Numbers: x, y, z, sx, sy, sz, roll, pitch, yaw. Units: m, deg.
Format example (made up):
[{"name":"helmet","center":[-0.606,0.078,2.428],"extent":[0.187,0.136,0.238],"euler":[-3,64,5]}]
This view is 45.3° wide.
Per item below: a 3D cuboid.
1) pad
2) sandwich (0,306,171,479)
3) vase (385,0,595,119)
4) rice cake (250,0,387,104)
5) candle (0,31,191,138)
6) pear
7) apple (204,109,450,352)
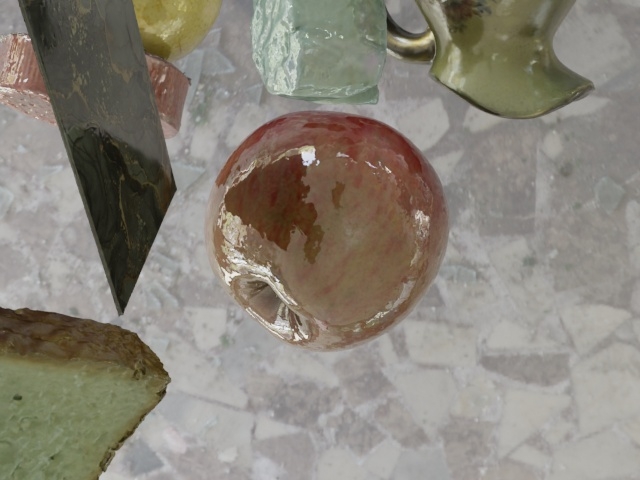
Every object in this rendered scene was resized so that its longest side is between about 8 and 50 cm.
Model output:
[{"name":"pad","center":[-0.204,-0.141,0.749],"extent":[0.007,0.247,0.367],"euler":[-1,125,6]},{"name":"sandwich","center":[-0.203,0.140,0.431],"extent":[0.186,0.065,0.214],"euler":[21,98,-43]},{"name":"vase","center":[0.185,-0.321,0.980],"extent":[0.330,0.241,0.302],"euler":[9,114,34]},{"name":"rice cake","center":[-0.006,-0.178,0.431],"extent":[0.069,0.063,0.206],"euler":[-8,95,-28]},{"name":"candle","center":[-0.386,-0.235,1.318],"extent":[0.317,0.287,0.131],"euler":[11,81,-1]},{"name":"pear","center":[-0.321,-0.431,1.303],"extent":[0.310,0.309,0.309],"euler":[3,120,6]},{"name":"apple","center":[0.000,0.000,1.003],"extent":[0.345,0.269,0.344],"euler":[15,160,6]}]
